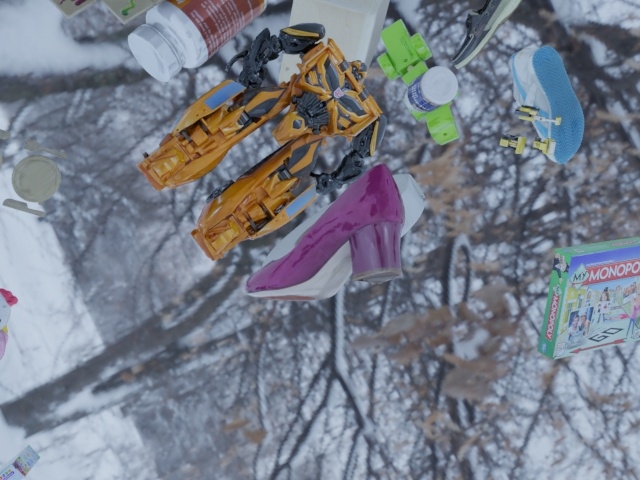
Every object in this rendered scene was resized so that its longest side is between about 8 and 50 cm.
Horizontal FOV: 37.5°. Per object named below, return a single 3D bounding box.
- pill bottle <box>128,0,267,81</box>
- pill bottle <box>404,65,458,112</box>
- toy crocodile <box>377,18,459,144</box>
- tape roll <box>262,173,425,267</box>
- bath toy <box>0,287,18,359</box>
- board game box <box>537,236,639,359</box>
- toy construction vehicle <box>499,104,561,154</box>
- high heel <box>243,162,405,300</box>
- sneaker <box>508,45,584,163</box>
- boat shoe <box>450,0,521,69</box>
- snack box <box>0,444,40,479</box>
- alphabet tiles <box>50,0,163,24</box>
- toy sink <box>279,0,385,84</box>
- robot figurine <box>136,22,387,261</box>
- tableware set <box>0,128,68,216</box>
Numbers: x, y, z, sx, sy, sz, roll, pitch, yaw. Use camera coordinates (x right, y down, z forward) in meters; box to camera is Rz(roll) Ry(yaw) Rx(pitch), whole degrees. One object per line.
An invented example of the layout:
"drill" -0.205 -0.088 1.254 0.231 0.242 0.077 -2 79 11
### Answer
"pill bottle" -0.195 -0.351 1.489 0.121 0.216 0.121 37 -22 18
"pill bottle" 0.193 -0.265 1.680 0.067 0.067 0.120 65 -15 -2
"toy crocodile" 0.228 -0.369 2.157 0.105 0.115 0.340 33 26 -57
"tape roll" 0.049 -0.015 2.081 0.072 0.392 0.392 56 -10 -13
"bath toy" -0.548 0.158 1.459 0.348 0.129 0.151 -120 -170 -74
"board game box" 0.570 0.105 1.848 0.046 0.317 0.213 32 -57 52
"toy construction vehicle" 0.368 -0.191 1.660 0.098 0.035 0.086 19 -69 22
"high heel" 0.000 0.000 1.606 0.377 0.127 0.181 -14 -108 42
"sneaker" 0.421 -0.253 1.760 0.092 0.087 0.228 16 -50 61
"boat shoe" 0.237 -0.322 1.384 0.049 0.152 0.056 35 19 -11
"snack box" -0.586 0.444 1.719 0.037 0.141 0.100 49 4 -7
"alphabet tiles" -0.300 -0.476 1.453 0.285 0.342 0.011 44 -24 16
"toy sink" 0.027 -0.345 1.455 0.234 0.131 0.153 -70 175 -49
"robot figurine" -0.054 -0.118 1.096 0.211 0.291 0.085 53 -9 -15
"tableware set" -0.550 -0.126 1.642 0.194 0.128 0.039 20 4 -35
